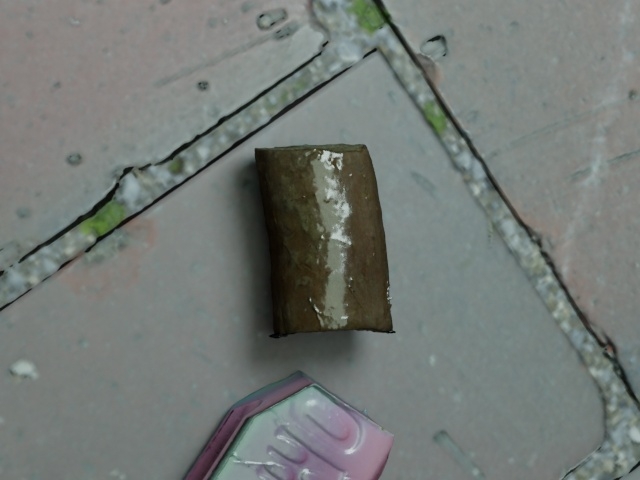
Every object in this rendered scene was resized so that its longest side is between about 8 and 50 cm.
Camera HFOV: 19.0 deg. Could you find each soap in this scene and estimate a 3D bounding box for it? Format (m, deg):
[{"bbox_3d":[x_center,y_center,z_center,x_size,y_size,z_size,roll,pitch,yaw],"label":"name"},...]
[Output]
[{"bbox_3d":[-0.025,0.153,1.219,0.100,0.056,0.149,38,77,-15],"label":"soap"}]

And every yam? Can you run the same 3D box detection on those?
[{"bbox_3d":[0.003,0.000,1.226,0.084,0.084,0.127,-5,91,-19],"label":"yam"}]
